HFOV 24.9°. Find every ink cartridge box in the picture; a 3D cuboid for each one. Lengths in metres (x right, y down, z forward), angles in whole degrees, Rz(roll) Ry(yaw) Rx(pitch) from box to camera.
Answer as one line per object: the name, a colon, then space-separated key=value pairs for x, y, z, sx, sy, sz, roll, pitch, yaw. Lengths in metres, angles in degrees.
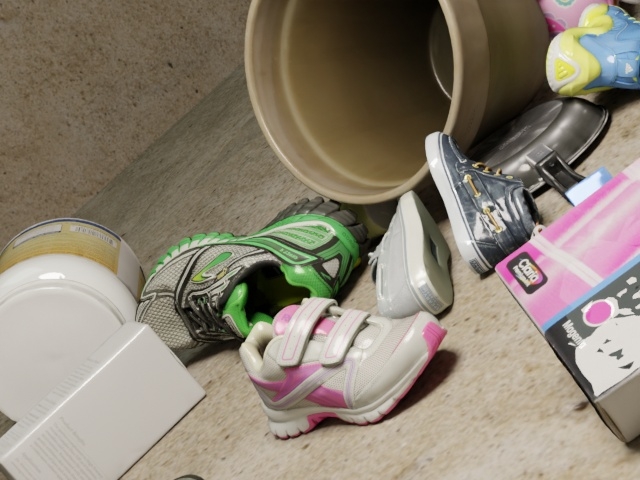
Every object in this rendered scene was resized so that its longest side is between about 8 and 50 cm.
ink cartridge box: x=0.318 y=-0.027 z=1.049 sx=0.371 sy=0.069 sz=0.176 roll=-36 pitch=36 yaw=4

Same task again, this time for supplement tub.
supplement tub: x=-0.349 y=0.110 z=1.958 sx=0.228 sy=0.228 sz=0.316 roll=-37 pitch=15 yaw=4

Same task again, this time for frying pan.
frying pan: x=0.215 y=-0.070 z=1.545 sx=0.197 sy=0.053 sz=0.326 roll=-33 pitch=13 yaw=24

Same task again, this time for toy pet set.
toy pet set: x=0.225 y=-0.006 z=1.291 sx=0.114 sy=0.065 sz=0.122 roll=-36 pitch=16 yaw=8

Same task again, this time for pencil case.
pencil case: x=0.334 y=-0.336 z=1.891 sx=0.124 sy=0.124 sz=0.284 roll=-30 pitch=17 yaw=29

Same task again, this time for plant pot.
plant pot: x=0.121 y=-0.220 z=1.717 sx=0.280 sy=0.323 sz=0.323 roll=-14 pitch=-6 yaw=-45

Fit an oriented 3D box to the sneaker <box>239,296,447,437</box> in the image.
sneaker: x=0.008 y=0.109 z=1.367 sx=0.252 sy=0.111 sz=0.103 roll=-23 pitch=21 yaw=43

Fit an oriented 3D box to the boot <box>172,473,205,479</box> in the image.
boot: x=-0.140 y=0.261 z=1.342 sx=0.246 sy=0.083 sz=0.161 roll=-28 pitch=12 yaw=28

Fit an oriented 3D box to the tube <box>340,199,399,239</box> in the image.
tube: x=0.000 y=0.000 z=1.811 sx=0.070 sy=0.062 sz=0.240 roll=2 pitch=-21 yaw=-40

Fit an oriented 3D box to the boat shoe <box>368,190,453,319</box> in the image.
boat shoe: x=0.085 y=0.019 z=1.510 sx=0.081 sy=0.079 sz=0.227 roll=-30 pitch=20 yaw=15

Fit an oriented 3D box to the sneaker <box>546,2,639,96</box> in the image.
sneaker: x=0.342 y=-0.208 z=1.619 sx=0.126 sy=0.091 sz=0.240 roll=7 pitch=25 yaw=25

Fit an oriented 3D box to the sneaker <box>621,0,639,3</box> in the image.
sneaker: x=0.489 y=-0.389 z=1.648 sx=0.366 sy=0.137 sz=0.210 roll=-32 pitch=13 yaw=10

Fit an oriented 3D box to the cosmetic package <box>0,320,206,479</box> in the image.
cosmetic package: x=-0.260 y=0.211 z=1.678 sx=0.231 sy=0.117 sz=0.085 roll=-43 pitch=17 yaw=-19

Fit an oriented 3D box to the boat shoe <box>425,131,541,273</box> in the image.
boat shoe: x=0.168 y=-0.052 z=1.476 sx=0.083 sy=0.065 sz=0.183 roll=-27 pitch=50 yaw=14

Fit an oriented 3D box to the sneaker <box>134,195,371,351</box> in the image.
sneaker: x=-0.107 y=0.060 z=1.731 sx=0.343 sy=0.134 sz=0.146 roll=-26 pitch=20 yaw=37
